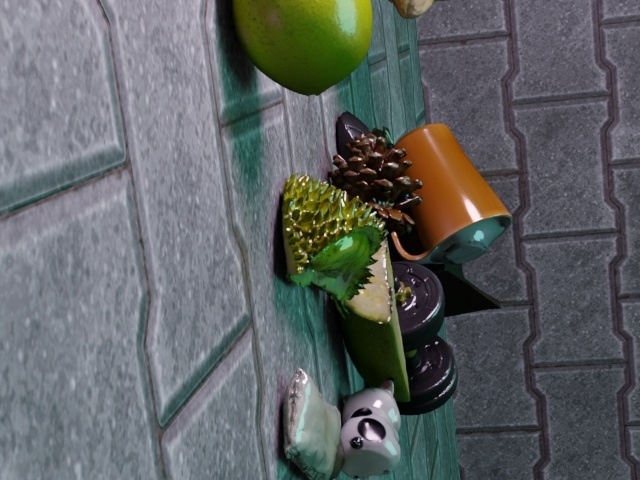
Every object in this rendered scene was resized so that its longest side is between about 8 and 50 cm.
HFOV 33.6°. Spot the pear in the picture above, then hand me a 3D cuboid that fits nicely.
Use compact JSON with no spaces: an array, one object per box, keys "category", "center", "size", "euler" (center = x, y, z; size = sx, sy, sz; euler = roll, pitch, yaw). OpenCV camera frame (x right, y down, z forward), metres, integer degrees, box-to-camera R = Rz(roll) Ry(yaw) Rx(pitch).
[{"category":"pear","center":[-0.031,-0.300,1.340],"size":[0.219,0.187,0.187],"euler":[57,22,-21]}]

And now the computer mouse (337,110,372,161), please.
[{"category":"computer mouse","center":[0.079,-0.145,2.058],"size":[0.122,0.074,0.217],"euler":[-56,142,-73]}]

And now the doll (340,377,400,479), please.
[{"category":"doll","center":[0.084,0.326,1.805],"size":[0.180,0.110,0.106],"euler":[-71,144,-64]}]

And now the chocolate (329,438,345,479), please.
[{"category":"chocolate","center":[0.021,0.341,1.689],"size":[0.064,0.031,0.100],"euler":[-76,160,-46]}]

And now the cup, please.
[{"category":"cup","center":[0.226,-0.079,2.069],"size":[0.182,0.226,0.264],"euler":[67,-2,-70]}]

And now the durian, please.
[{"category":"durian","center":[0.000,0.000,1.608],"size":[0.169,0.158,0.352],"euler":[-59,165,-2]}]

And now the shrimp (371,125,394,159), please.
[{"category":"shrimp","center":[0.158,-0.119,2.470],"size":[0.168,0.077,0.317],"euler":[-93,179,-70]}]

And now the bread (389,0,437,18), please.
[{"category":"bread","center":[0.167,-0.655,1.923],"size":[0.390,0.279,0.371],"euler":[65,-3,-39]}]

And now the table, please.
[{"category":"table","center":[0.245,0.011,2.301],"size":[0.282,0.196,0.250],"euler":[30,52,-51]}]

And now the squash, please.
[{"category":"squash","center":[0.090,0.146,1.894],"size":[0.288,0.111,0.203],"euler":[72,13,-56]}]

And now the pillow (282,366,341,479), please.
[{"category":"pillow","center":[-0.012,0.270,1.500],"size":[0.229,0.051,0.128],"euler":[60,35,-62]}]

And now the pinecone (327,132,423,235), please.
[{"category":"pinecone","center":[0.096,-0.094,1.886],"size":[0.179,0.150,0.195],"euler":[-13,-86,57]}]

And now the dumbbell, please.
[{"category":"dumbbell","center":[0.166,0.196,2.076],"size":[0.388,0.185,0.185],"euler":[74,16,-45]}]
